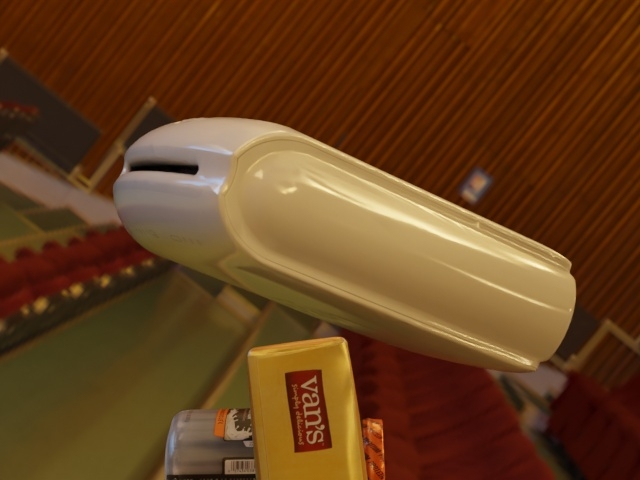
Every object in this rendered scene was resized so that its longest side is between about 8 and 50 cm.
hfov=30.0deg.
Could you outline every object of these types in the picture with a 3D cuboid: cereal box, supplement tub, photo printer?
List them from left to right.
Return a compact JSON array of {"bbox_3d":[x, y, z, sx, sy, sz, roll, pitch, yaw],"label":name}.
[{"bbox_3d":[-0.038,0.207,1.067,0.190,0.117,0.117,-2,5,1],"label":"supplement tub"},{"bbox_3d":[-0.002,0.146,0.581,0.240,0.047,0.173,97,-14,-78],"label":"cereal box"},{"bbox_3d":[0.000,0.000,0.902,0.307,0.107,0.256,23,-7,-26],"label":"photo printer"}]
